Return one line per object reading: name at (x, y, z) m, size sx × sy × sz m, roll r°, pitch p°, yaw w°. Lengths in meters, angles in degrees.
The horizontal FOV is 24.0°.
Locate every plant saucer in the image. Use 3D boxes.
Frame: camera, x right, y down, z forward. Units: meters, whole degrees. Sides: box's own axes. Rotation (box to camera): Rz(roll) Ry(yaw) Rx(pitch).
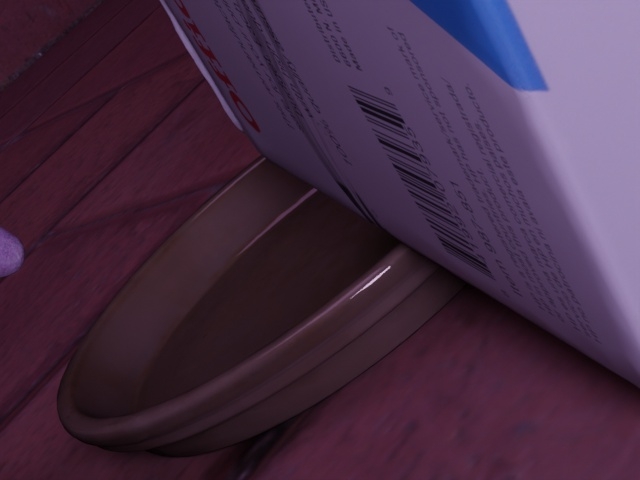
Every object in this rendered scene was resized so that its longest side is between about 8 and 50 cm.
plant saucer at (0.000, 0.000, 0.675) m, size 0.278 × 0.041 × 0.278 m, roll -36°, pitch 16°, yaw 12°

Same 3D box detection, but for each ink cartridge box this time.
ink cartridge box at (0.031, -0.113, 0.477) m, size 0.129 × 0.223 × 0.307 m, roll -36°, pitch 27°, yaw -10°

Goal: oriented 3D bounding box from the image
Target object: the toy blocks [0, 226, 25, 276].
toy blocks at (-0.205, 0.118, 0.568) m, size 0.288 × 0.260 × 0.309 m, roll -160°, pitch 82°, yaw -83°
